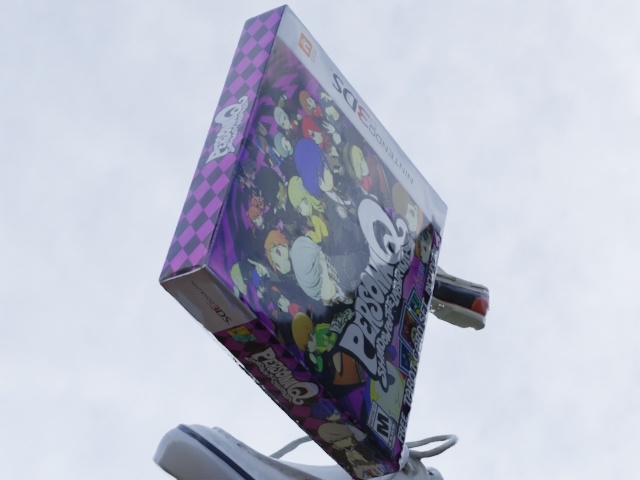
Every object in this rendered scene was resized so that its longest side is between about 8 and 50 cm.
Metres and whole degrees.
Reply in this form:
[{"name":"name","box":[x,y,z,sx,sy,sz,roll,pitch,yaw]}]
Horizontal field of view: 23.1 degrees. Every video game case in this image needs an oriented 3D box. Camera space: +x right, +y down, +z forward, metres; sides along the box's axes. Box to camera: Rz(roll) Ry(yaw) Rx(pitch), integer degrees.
[{"name":"video game case","box":[0.000,0.000,0.995,0.042,0.232,0.210,-18,-50,32]}]

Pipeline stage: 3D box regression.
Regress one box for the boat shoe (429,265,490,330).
[{"name":"boat shoe","box":[0.103,0.043,1.486,0.137,0.043,0.049,24,-25,-21]}]

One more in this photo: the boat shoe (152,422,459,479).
[{"name":"boat shoe","box":[0.049,0.210,1.225,0.367,0.136,0.156,35,-99,-18]}]
